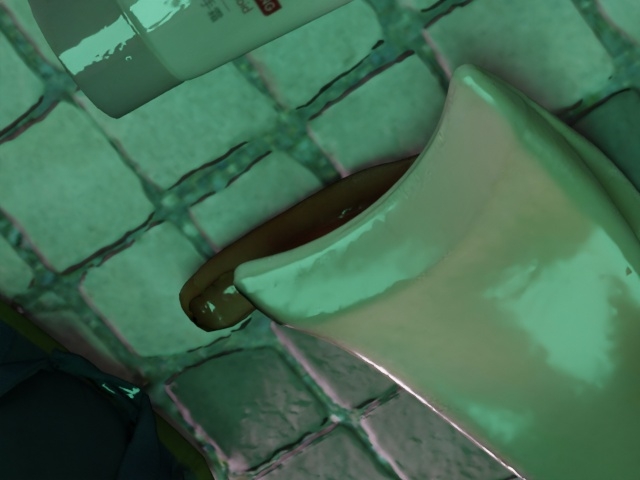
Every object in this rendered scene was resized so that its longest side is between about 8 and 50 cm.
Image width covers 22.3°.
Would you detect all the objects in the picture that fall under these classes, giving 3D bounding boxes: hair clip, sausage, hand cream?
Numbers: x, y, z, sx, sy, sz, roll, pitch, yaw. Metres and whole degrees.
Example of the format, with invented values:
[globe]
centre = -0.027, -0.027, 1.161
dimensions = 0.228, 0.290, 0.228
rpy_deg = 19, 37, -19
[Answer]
[hair clip]
centre = 0.118, 0.045, 0.850
dimensions = 0.282, 0.113, 0.172
rpy_deg = 44, 112, -8
[sausage]
centre = 0.000, -0.001, 0.873
dimensions = 0.177, 0.040, 0.047
rpy_deg = -29, 107, 18
[hand cream]
centre = -0.018, -0.153, 0.789
dimensions = 0.248, 0.083, 0.133
rpy_deg = -33, 109, 10

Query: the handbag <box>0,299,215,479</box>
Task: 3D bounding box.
[handbag]
centre = -0.195, 0.182, 0.872
dimensions = 0.263, 0.241, 0.222
rpy_deg = 41, 112, -11
